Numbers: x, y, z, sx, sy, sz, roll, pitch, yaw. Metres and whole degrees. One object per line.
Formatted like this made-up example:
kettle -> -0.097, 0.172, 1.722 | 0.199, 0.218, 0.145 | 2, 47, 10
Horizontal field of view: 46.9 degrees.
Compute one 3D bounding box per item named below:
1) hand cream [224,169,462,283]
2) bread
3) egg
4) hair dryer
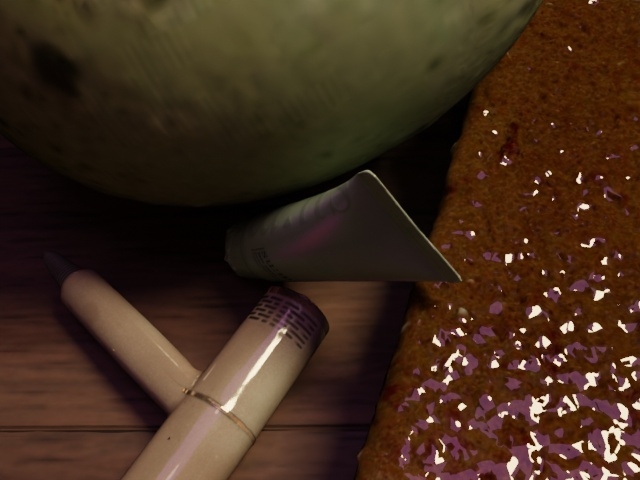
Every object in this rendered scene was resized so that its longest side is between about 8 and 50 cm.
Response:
hand cream -> 0.000, 0.000, 0.451 | 0.050, 0.205, 0.078 | -47, 108, -23
bread -> 0.150, 0.000, 0.475 | 0.165, 0.113, 0.416 | 13, 57, 13
egg -> -0.055, -0.198, 0.479 | 0.428, 0.345, 0.345 | -13, 53, 20
hair dryer -> -0.137, 0.083, 0.482 | 0.220, 0.053, 0.195 | 25, 62, 22
